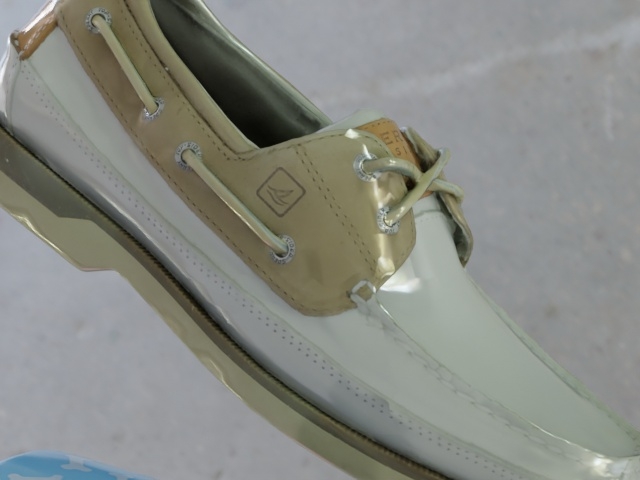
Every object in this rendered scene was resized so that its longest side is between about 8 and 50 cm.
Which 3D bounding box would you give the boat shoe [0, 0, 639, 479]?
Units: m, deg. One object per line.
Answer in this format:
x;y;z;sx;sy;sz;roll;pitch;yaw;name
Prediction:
0.000;0.000;0.712;0.302;0.113;0.103;34;105;15;boat shoe

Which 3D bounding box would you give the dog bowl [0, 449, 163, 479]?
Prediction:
-0.110;0.193;0.542;0.074;0.166;0.297;26;86;23;dog bowl
